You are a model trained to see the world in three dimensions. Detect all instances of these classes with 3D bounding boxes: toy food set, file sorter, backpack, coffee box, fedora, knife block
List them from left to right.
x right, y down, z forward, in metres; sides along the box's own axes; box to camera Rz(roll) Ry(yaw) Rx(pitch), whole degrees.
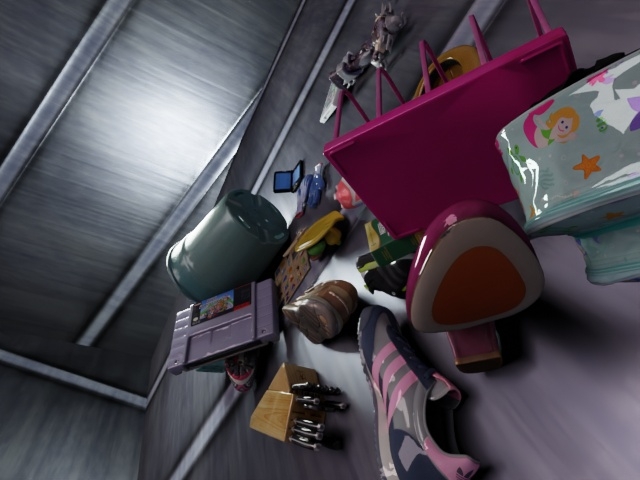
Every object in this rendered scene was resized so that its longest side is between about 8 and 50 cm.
[{"bbox_3d":[-0.053,0.401,0.938,0.275,0.088,0.242,-60,25,21],"label":"knife block"},{"bbox_3d":[0.000,0.000,1.177,0.218,0.071,0.128,-25,26,56],"label":"toy food set"},{"bbox_3d":[0.165,-0.033,0.730,0.184,0.040,0.113,-28,23,15],"label":"coffee box"},{"bbox_3d":[0.186,-0.169,0.607,0.291,0.202,0.182,-20,44,29],"label":"file sorter"},{"bbox_3d":[0.248,-0.258,0.805,0.194,0.079,0.194,-37,47,52],"label":"fedora"},{"bbox_3d":[0.288,-0.066,0.359,0.225,0.254,0.190,-26,69,57],"label":"backpack"}]

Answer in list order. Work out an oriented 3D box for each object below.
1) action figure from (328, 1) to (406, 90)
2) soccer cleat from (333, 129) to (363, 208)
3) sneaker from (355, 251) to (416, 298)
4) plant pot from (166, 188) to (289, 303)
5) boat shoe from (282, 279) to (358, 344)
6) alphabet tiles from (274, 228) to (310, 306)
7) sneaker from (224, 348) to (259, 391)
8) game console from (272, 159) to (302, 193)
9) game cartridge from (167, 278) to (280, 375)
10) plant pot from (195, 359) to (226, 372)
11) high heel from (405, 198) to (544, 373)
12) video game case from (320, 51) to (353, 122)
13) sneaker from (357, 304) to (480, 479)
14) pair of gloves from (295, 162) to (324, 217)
[{"bbox_3d":[0.145,-0.549,1.244,0.285,0.099,0.185,-25,43,54],"label":"action figure"},{"bbox_3d":[0.097,-0.187,1.106,0.095,0.083,0.247,-10,53,30],"label":"soccer cleat"},{"bbox_3d":[0.159,0.056,0.794,0.235,0.084,0.097,-16,91,57],"label":"sneaker"},{"bbox_3d":[-0.303,0.021,1.521,0.334,0.341,0.341,-47,32,29],"label":"plant pot"},{"bbox_3d":[0.004,0.159,1.002,0.116,0.123,0.324,-42,5,-21],"label":"boat shoe"},{"bbox_3d":[-0.101,0.110,1.372,0.237,0.009,0.198,-58,27,27],"label":"alphabet tiles"},{"bbox_3d":[-0.255,0.343,1.403,0.299,0.121,0.111,-92,2,-55],"label":"sneaker"},{"bbox_3d":[-0.120,-0.237,1.600,0.107,0.071,0.122,-49,32,41],"label":"game console"},{"bbox_3d":[-0.300,0.260,1.352,0.355,0.068,0.230,-21,45,9],"label":"game cartridge"},{"bbox_3d":[-0.394,0.367,1.631,0.166,0.166,0.234,-44,42,46],"label":"plant pot"},{"bbox_3d":[0.153,0.023,0.502,0.377,0.127,0.181,64,-163,-56],"label":"high heel"},{"bbox_3d":[0.051,-0.510,1.461,0.173,0.022,0.190,169,119,-76],"label":"video game case"},{"bbox_3d":[0.145,0.217,0.662,0.131,0.112,0.318,-37,40,26],"label":"sneaker"},{"bbox_3d":[-0.033,-0.163,1.418,0.198,0.023,0.159,-26,51,60],"label":"pair of gloves"}]
